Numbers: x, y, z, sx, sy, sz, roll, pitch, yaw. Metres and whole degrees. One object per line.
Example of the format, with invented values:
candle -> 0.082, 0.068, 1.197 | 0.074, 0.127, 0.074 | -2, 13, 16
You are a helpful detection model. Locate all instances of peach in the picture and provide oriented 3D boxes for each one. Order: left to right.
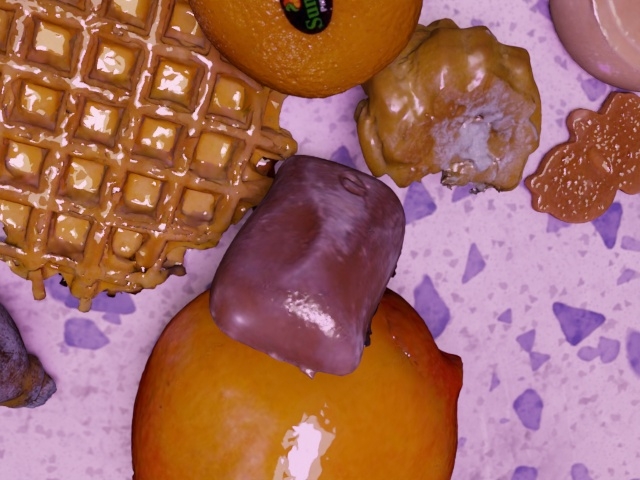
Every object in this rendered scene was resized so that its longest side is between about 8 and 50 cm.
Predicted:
peach -> -0.023, 0.200, 0.814 | 0.373, 0.290, 0.372 | -4, 78, 19

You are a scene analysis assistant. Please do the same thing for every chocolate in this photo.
chocolate -> 0.000, -0.001, 0.733 | 0.161, 0.261, 0.083 | 19, 132, 3

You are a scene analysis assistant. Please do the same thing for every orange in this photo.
orange -> -0.017, -0.250, 0.721 | 0.236, 0.236, 0.236 | -1, 99, -8

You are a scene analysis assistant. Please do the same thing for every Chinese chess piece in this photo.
Chinese chess piece -> 0.392, -0.298, 0.897 | 0.251, 0.097, 0.251 | -2, 100, -9

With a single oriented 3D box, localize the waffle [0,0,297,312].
waffle -> -0.220, -0.131, 0.821 | 0.382, 0.095, 0.379 | -35, 110, -5

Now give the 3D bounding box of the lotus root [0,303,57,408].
lotus root -> -0.403, 0.098, 0.790 | 0.158, 0.140, 0.322 | -50, 120, -4

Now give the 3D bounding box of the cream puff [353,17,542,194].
cream puff -> 0.134, -0.159, 0.843 | 0.221, 0.195, 0.194 | 7, 99, -30

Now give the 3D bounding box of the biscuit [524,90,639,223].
biscuit -> 0.344, -0.096, 0.958 | 0.133, 0.027, 0.184 | 32, 95, -13
